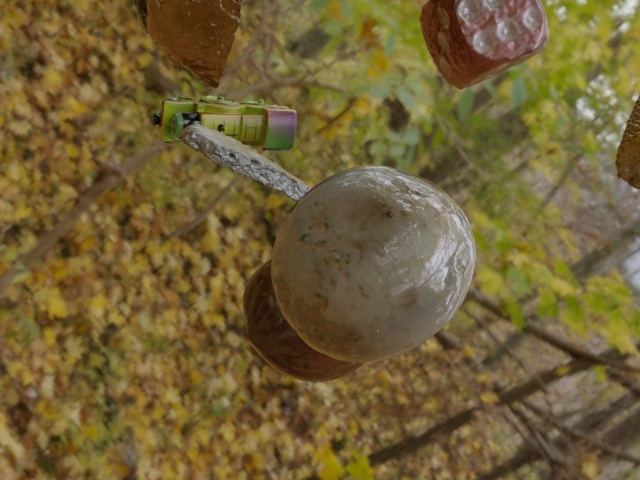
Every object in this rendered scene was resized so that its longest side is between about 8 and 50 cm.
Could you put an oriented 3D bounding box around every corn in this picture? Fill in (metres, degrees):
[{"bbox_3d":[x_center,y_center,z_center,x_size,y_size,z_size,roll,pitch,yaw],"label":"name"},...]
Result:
[{"bbox_3d":[0.657,-0.262,1.923,0.144,0.387,0.144,25,-28,14],"label":"corn"}]

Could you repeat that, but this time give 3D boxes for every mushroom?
[{"bbox_3d":[0.071,0.042,1.220,0.243,0.243,0.243,50,12,-15],"label":"mushroom"}]

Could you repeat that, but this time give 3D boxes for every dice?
[{"bbox_3d":[0.299,-0.385,1.899,0.174,0.175,0.179,67,-15,-4],"label":"dice"}]

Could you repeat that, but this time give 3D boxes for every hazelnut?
[{"bbox_3d":[-0.012,0.109,1.592,0.212,0.181,0.181,61,20,19],"label":"hazelnut"}]

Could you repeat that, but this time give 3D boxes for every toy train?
[{"bbox_3d":[-0.200,-0.248,2.208,0.296,0.100,0.160,-2,17,-26],"label":"toy train"}]

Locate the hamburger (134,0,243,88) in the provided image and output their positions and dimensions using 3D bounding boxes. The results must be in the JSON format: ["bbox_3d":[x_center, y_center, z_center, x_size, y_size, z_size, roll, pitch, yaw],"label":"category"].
[{"bbox_3d":[-0.265,-0.477,2.092,0.209,0.329,0.162,6,20,-15],"label":"hamburger"}]

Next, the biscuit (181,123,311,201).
[{"bbox_3d":[-0.124,-0.134,1.695,0.290,0.038,0.141,23,13,-45],"label":"biscuit"}]
